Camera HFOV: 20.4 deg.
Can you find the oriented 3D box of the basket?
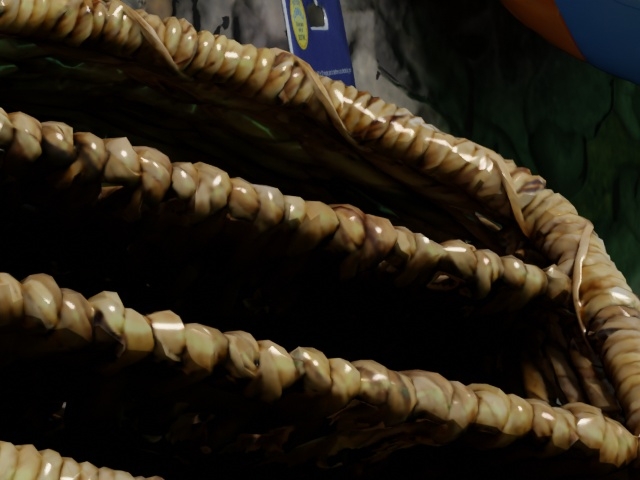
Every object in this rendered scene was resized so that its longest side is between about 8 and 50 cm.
[{"bbox_3d":[-0.041,0.017,0.551,0.299,0.223,0.213,16,65,-20],"label":"basket"}]

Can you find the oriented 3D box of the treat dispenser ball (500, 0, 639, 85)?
[{"bbox_3d":[0.198,-0.216,0.881,0.288,0.288,0.288,8,80,-49],"label":"treat dispenser ball"}]

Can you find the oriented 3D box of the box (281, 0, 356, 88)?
[{"bbox_3d":[0.000,0.000,0.774,0.136,0.036,0.225,-31,113,-78],"label":"box"}]
